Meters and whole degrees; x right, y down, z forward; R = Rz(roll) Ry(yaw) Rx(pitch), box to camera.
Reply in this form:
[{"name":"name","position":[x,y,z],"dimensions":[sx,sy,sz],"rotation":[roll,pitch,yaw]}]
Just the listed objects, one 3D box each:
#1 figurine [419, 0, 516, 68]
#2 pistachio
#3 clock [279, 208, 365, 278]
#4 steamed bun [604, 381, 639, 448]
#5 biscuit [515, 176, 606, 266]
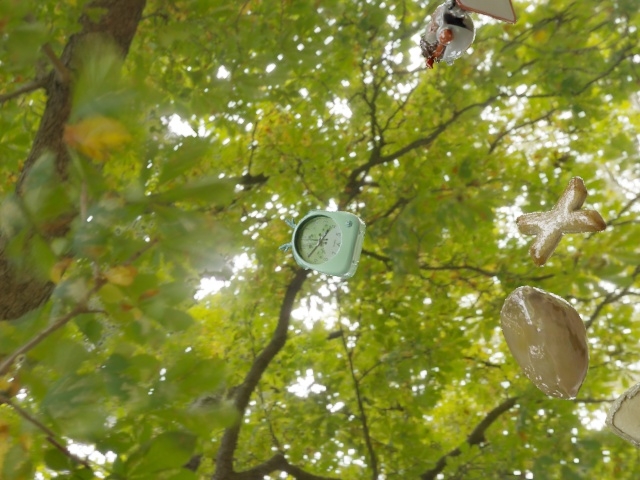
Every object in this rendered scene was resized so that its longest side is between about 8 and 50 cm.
[{"name":"figurine","position":[0.303,-0.495,1.510],"dimensions":[0.160,0.226,0.183],"rotation":[8,-122,-22]},{"name":"pistachio","position":[0.532,0.232,1.553],"dimensions":[0.293,0.181,0.162],"rotation":[62,-163,-17]},{"name":"clock","position":[0.000,0.000,1.636],"dimensions":[0.066,0.211,0.159],"rotation":[27,-103,-65]},{"name":"steamed bun","position":[0.888,0.483,1.770],"dimensions":[0.231,0.110,0.212],"rotation":[-33,-97,-3]},{"name":"biscuit","position":[0.610,-0.046,1.696],"dimensions":[0.047,0.208,0.164],"rotation":[12,-130,-41]}]
